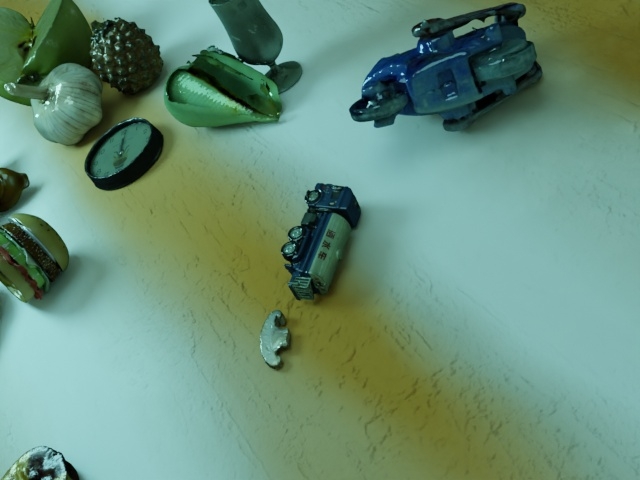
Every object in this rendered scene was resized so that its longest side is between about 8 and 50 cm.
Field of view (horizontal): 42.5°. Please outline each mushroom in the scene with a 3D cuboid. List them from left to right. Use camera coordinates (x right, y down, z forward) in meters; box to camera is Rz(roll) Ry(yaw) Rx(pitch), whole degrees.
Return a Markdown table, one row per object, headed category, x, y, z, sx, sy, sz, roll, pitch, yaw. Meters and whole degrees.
| category | x | y | z | sx | sy | sz | roll | pitch | yaw |
| --- | --- | --- | --- | --- | --- | --- | --- | --- | --- |
| mushroom | -0.069 | 0.152 | 1.256 | 0.049 | 0.019 | 0.101 | -15 | 48 | 21 |

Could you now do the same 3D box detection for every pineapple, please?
| category | x | y | z | sx | sy | sz | roll | pitch | yaw |
| --- | --- | --- | --- | --- | --- | --- | --- | --- | --- |
| pineapple | -0.462 | -0.436 | 1.904 | 0.166 | 0.193 | 0.166 | -22 | 44 | 24 |

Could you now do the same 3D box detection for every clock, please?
| category | x | y | z | sx | sy | sz | roll | pitch | yaw |
| --- | --- | --- | --- | --- | --- | --- | --- | --- | --- |
| clock | -0.426 | -0.189 | 1.770 | 0.184 | 0.040 | 0.184 | -17 | 46 | 18 |

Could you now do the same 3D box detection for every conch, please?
| category | x | y | z | sx | sy | sz | roll | pitch | yaw |
| --- | --- | --- | --- | --- | --- | --- | --- | --- | --- |
| conch | -0.201 | -0.307 | 1.658 | 0.250 | 0.137 | 0.143 | -5 | 68 | 33 |

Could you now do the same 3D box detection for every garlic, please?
| category | x | y | z | sx | sy | sz | roll | pitch | yaw |
| --- | --- | --- | --- | --- | --- | --- | --- | --- | --- |
| garlic | -0.623 | -0.324 | 1.872 | 0.199 | 0.226 | 0.199 | -9 | 75 | 38 |

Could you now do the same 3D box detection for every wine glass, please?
| category | x | y | z | sx | sy | sz | roll | pitch | yaw |
| --- | --- | --- | --- | --- | --- | --- | --- | --- | --- |
| wine glass | -0.129 | -0.408 | 1.643 | 0.103 | 0.231 | 0.103 | -16 | 45 | 17 |

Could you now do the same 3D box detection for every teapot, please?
| category | x | y | z | sx | sy | sz | roll | pitch | yaw |
| --- | --- | --- | --- | --- | --- | --- | --- | --- | --- |
| teapot | -0.716 | -0.116 | 1.865 | 0.129 | 0.078 | 0.098 | -23 | 84 | 24 |

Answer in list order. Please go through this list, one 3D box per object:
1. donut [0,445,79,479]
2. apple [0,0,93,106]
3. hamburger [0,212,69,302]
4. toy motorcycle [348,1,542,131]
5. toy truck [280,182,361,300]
| category | x | y | z | sx | sy | sz | roll | pitch | yaw |
| --- | --- | --- | --- | --- | --- | --- | --- | --- | --- |
| donut | -0.427 | 0.382 | 1.242 | 0.140 | 0.059 | 0.140 | -18 | 44 | 18 |
| apple | -0.708 | -0.462 | 2.053 | 0.295 | 0.233 | 0.258 | -16 | 57 | 6 |
| hamburger | -0.562 | 0.026 | 1.576 | 0.137 | 0.175 | 0.175 | -45 | 43 | -20 |
| toy motorcycle | 0.208 | -0.268 | 1.386 | 0.319 | 0.241 | 0.182 | -16 | 85 | 11 |
| toy truck | 0.000 | 0.000 | 1.310 | 0.088 | 0.074 | 0.201 | 4 | 55 | 28 |
